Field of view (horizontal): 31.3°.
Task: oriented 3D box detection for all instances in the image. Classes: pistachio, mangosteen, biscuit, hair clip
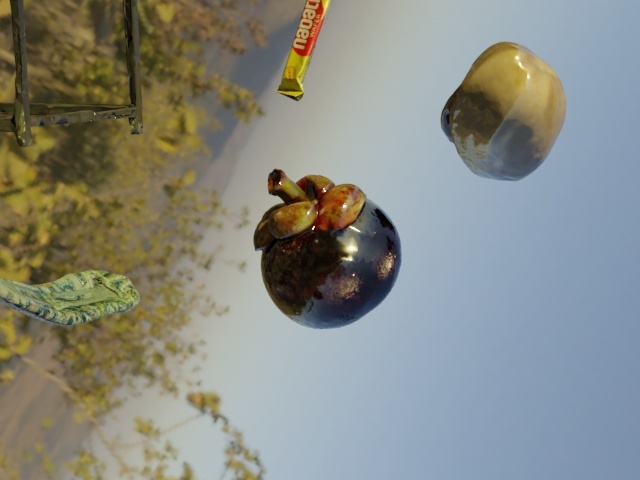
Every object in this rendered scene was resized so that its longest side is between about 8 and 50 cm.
[{"bbox_3d":[0.293,-0.200,1.846,0.288,0.197,0.166,94,-18,-56],"label":"pistachio"},{"bbox_3d":[0.000,0.000,1.605,0.211,0.250,0.211,-26,-158,11],"label":"mangosteen"},{"bbox_3d":[0.005,-0.317,1.441,0.026,0.048,0.291,16,92,-52],"label":"biscuit"},{"bbox_3d":[-0.238,0.048,1.035,0.036,0.066,0.229,-53,161,10],"label":"hair clip"}]

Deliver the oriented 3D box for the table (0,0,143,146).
[{"bbox_3d":[-0.418,-0.259,1.373,0.222,0.335,0.272,-20,111,-60],"label":"table"}]
